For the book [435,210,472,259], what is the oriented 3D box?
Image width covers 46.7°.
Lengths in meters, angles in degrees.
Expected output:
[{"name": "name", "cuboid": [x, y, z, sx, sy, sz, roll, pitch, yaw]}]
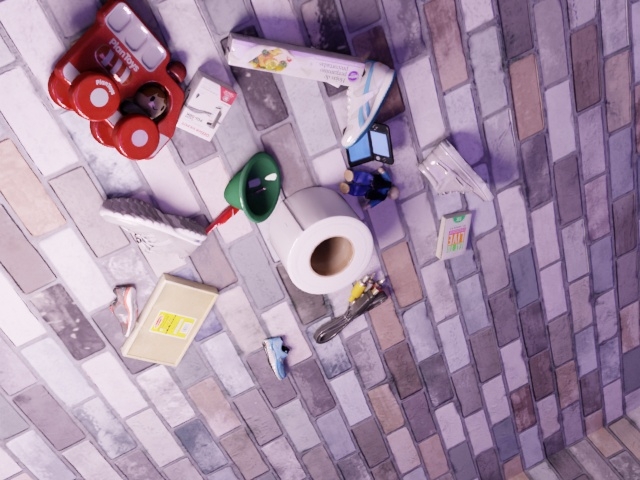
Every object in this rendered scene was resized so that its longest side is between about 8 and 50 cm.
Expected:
[{"name": "book", "cuboid": [0.408, -0.017, 2.262, 0.096, 0.035, 0.144, -12, 124, -22]}]

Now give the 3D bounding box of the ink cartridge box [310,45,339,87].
[{"name": "ink cartridge box", "cuboid": [0.009, -0.426, 1.807, 0.115, 0.029, 0.062, 21, 111, -26]}]

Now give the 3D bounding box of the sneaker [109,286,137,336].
[{"name": "sneaker", "cuboid": [-0.524, 0.184, 1.965, 0.065, 0.061, 0.157, 9, 119, 1]}]

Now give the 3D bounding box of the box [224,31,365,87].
[{"name": "box", "cuboid": [-0.059, -0.421, 1.733, 0.324, 0.067, 0.063, 6, 118, -19]}]

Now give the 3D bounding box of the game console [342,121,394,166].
[{"name": "game console", "cuboid": [0.128, -0.247, 1.957, 0.071, 0.107, 0.122, -41, 135, -32]}]

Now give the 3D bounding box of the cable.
[{"name": "cable", "cuboid": [0.094, 0.209, 2.270, 0.287, 0.072, 0.139, -44, 146, 23]}]

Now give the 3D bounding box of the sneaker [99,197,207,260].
[{"name": "sneaker", "cuboid": [-0.421, -0.016, 1.836, 0.281, 0.105, 0.115, 22, 110, -34]}]

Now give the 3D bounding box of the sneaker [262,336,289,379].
[{"name": "sneaker", "cuboid": [-0.121, 0.358, 2.247, 0.073, 0.063, 0.162, -23, 128, -13]}]

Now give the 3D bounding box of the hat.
[{"name": "hat", "cuboid": [-0.228, -0.130, 1.902, 0.208, 0.184, 0.173, -65, 144, -29]}]

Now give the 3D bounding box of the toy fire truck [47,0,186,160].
[{"name": "toy fire truck", "cuboid": [-0.415, -0.333, 1.609, 0.254, 0.169, 0.302, -51, 130, -10]}]

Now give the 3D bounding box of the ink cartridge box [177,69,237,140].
[{"name": "ink cartridge box", "cuboid": [-0.273, -0.314, 1.737, 0.099, 0.056, 0.135, 22, 110, -35]}]

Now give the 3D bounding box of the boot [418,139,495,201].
[{"name": "boot", "cuboid": [0.385, -0.169, 2.121, 0.123, 0.095, 0.258, -41, 120, 13]}]

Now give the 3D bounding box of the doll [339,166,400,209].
[{"name": "doll", "cuboid": [0.141, -0.142, 2.045, 0.189, 0.046, 0.129, 8, 108, -35]}]

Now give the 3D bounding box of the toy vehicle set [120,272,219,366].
[{"name": "toy vehicle set", "cuboid": [-0.414, 0.223, 2.041, 0.166, 0.035, 0.266, 20, 111, -33]}]

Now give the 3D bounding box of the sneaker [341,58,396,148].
[{"name": "sneaker", "cuboid": [0.103, -0.341, 1.867, 0.092, 0.087, 0.228, 28, 101, 4]}]

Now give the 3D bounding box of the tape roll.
[{"name": "tape roll", "cuboid": [0.000, 0.000, 1.998, 0.246, 0.169, 0.246, -12, 126, -17]}]
